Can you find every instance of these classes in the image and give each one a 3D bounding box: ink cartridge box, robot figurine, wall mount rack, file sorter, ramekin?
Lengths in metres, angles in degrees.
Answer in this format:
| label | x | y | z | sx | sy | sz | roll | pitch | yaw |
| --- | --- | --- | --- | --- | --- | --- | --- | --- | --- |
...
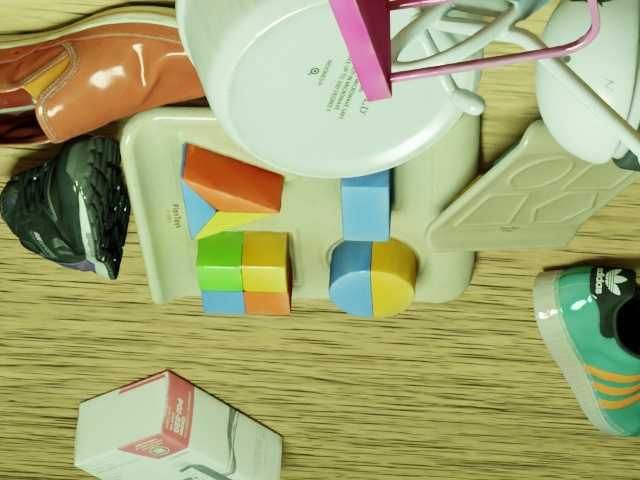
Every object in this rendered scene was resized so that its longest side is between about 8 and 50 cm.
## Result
| label | x | y | z | sx | sy | sz | roll | pitch | yaw |
| --- | --- | --- | --- | --- | --- | --- | --- | --- | --- |
| ink cartridge box | -0.176 | 0.262 | 2.433 | 0.158 | 0.092 | 0.218 | -22 | 142 | 34 |
| robot figurine | 0.326 | -0.142 | 1.691 | 0.278 | 0.173 | 0.209 | 6 | 137 | -5 |
| wall mount rack | 0.232 | -0.173 | 1.464 | 0.130 | 0.350 | 0.304 | 60 | 164 | -25 |
| file sorter | 0.094 | -0.284 | 1.376 | 0.182 | 0.290 | 0.202 | -8 | 146 | 12 |
| ramekin | 0.015 | -0.169 | 1.657 | 0.273 | 0.127 | 0.273 | -5 | 138 | -5 |

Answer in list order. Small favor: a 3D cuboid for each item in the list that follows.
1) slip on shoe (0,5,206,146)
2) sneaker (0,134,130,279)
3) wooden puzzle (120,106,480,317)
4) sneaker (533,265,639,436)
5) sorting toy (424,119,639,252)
| label | x | y | z | sx | sy | sz | roll | pitch | yaw |
| --- | --- | --- | --- | --- | --- | --- | --- | --- | --- |
| slip on shoe | -0.228 | -0.138 | 1.801 | 0.331 | 0.101 | 0.123 | -6 | 145 | 12 |
| sneaker | -0.264 | -0.030 | 1.934 | 0.124 | 0.107 | 0.283 | 10 | 161 | 1 |
| wooden puzzle | -0.013 | -0.014 | 1.972 | 0.348 | 0.080 | 0.322 | -2 | 145 | 1 |
| sneaker | 0.342 | 0.128 | 2.167 | 0.121 | 0.108 | 0.302 | -9 | 144 | 26 |
| sorting toy | 0.224 | -0.058 | 1.912 | 0.193 | 0.038 | 0.208 | -2 | 150 | -33 |
